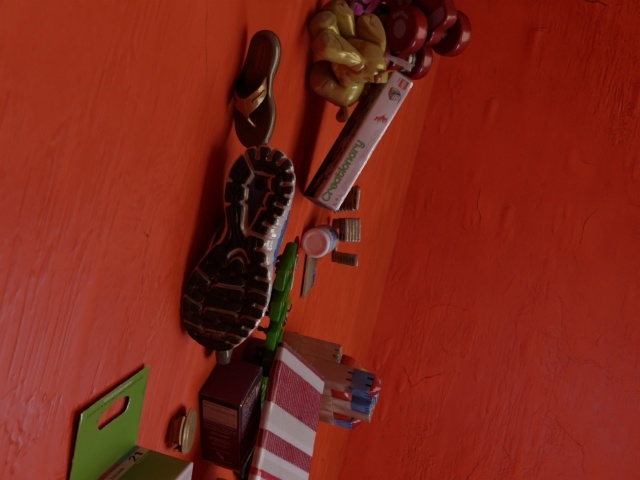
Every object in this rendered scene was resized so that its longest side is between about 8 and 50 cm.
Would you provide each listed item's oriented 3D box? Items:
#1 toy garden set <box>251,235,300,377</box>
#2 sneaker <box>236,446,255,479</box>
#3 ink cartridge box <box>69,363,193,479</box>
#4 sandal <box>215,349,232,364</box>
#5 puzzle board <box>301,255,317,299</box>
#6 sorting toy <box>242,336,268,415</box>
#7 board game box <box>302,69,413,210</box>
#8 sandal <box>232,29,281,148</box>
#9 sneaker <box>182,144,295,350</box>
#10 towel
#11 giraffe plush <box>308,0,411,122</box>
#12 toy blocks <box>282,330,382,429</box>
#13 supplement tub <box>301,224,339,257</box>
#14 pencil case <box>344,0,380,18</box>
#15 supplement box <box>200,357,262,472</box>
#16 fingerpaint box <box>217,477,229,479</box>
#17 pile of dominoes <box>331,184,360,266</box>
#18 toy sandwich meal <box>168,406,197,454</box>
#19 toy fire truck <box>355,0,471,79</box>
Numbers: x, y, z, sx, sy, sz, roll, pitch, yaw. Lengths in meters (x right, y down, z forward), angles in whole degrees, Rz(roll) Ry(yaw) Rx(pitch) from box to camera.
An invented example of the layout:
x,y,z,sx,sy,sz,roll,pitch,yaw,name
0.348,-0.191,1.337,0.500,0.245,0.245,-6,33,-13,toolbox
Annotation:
x,y,z,sx,sy,sz,roll,pitch,yaw,name
-0.086,0.107,1.465,0.203,0.049,0.244,-71,172,-61,toy garden set
-0.118,0.538,1.706,0.227,0.130,0.087,87,27,-47,sneaker
-0.245,0.320,0.990,0.189,0.097,0.255,-34,137,-72,ink cartridge box
-0.134,0.123,1.347,0.090,0.060,0.219,88,14,-52,sandal
-0.026,0.073,1.900,0.096,0.011,0.128,-54,155,-63,puzzle board
-0.089,0.344,1.642,0.365,0.126,0.127,91,18,-47,sorting toy
0.074,-0.208,1.591,0.305,0.053,0.193,-59,-168,-1,board game box
-0.101,-0.227,1.130,0.049,0.072,0.180,-10,112,-60,sandal
-0.112,0.017,1.174,0.147,0.130,0.329,-35,146,-83,sneaker
-0.070,0.386,1.443,0.237,0.037,0.328,54,42,-56,towel
0.048,-0.340,1.489,0.170,0.210,0.181,-48,-172,49,giraffe plush
0.031,0.363,1.875,0.381,0.261,0.190,85,22,-56,toy blocks
0.000,0.000,1.799,0.107,0.071,0.071,-30,132,-73,supplement tub
0.075,-0.547,1.526,0.098,0.095,0.209,-51,158,-14,pencil case
-0.163,0.321,1.387,0.104,0.081,0.188,-60,159,-52,supplement box
-0.203,0.774,1.497,0.444,0.163,0.371,-64,162,-45,fingerpaint box
0.048,-0.037,1.899,0.251,0.040,0.195,-176,-93,-76,pile of dominoes
-0.225,0.312,1.234,0.085,0.029,0.085,7,90,-87,toy sandwich meal
0.176,-0.502,1.661,0.169,0.302,0.253,-7,81,-35,toy fire truck
